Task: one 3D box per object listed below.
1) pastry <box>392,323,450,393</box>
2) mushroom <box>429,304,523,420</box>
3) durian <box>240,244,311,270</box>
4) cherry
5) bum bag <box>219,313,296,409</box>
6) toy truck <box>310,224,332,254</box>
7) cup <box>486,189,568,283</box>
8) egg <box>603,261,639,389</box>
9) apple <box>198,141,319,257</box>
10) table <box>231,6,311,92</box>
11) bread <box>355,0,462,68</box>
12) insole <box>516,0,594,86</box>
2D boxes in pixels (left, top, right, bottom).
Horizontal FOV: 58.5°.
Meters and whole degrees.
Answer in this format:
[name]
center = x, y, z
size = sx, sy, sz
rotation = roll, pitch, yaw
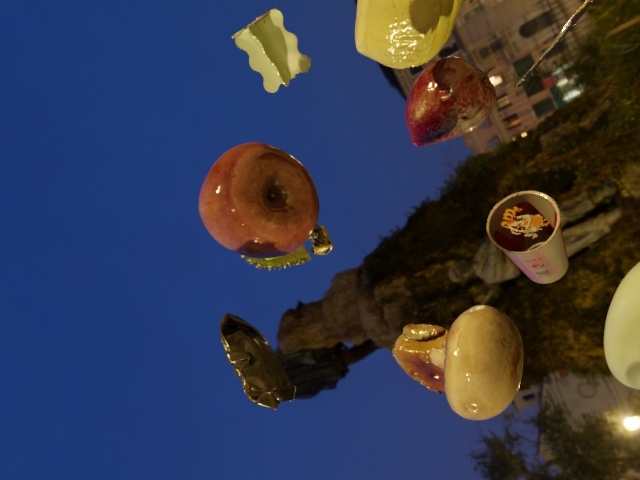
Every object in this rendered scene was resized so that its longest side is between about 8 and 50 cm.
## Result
[pastry]
center = 0.299, 0.310, 1.493
size = 0.100, 0.219, 0.228
rotation = -57, -39, -31
[mushroom]
center = 0.307, 0.238, 1.136
size = 0.226, 0.178, 0.226
rotation = -34, -51, -56
[durian]
center = -0.199, -0.028, 1.754
size = 0.352, 0.169, 0.158
rotation = 43, -171, -16
[cherry]
center = 0.355, -0.386, 1.595
size = 0.230, 0.300, 0.202
rotation = 6, -135, -51
[bum bag]
center = -0.161, 0.299, 1.403
size = 0.142, 0.079, 0.326
rotation = 19, -157, -40
[toy truck]
center = 0.000, 0.000, 1.610
size = 0.054, 0.049, 0.083
rotation = 3, -130, -30
[cup]
center = 0.619, 0.009, 1.655
size = 0.288, 0.203, 0.202
rotation = 41, -145, -47
[egg]
center = 0.816, 0.188, 1.368
size = 0.230, 0.370, 0.230
rotation = 19, -164, -6
[apple]
center = -0.152, -0.093, 1.400
size = 0.306, 0.235, 0.305
rotation = 9, -104, -37
[table]
center = -0.136, -0.548, 1.664
size = 0.198, 0.167, 0.166
rotation = 55, -152, -19
[bread]
center = 0.212, -0.568, 1.332
size = 0.320, 0.238, 0.320
rotation = 12, -90, -83
[insole]
center = 0.360, -0.310, 0.860
size = 0.009, 0.119, 0.348
rotation = 38, -177, 5
